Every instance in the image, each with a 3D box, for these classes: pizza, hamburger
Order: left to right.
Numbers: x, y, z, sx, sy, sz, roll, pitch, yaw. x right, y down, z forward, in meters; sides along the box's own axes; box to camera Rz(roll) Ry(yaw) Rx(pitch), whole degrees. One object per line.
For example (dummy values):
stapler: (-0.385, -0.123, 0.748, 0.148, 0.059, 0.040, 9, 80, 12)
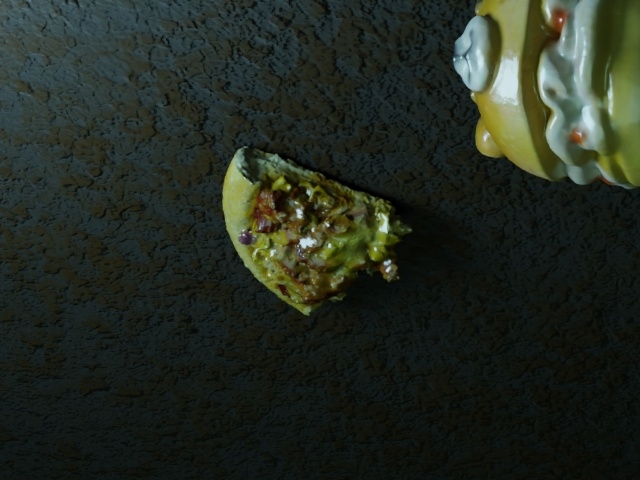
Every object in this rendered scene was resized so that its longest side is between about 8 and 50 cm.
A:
pizza: (0.000, 0.000, 2.352, 0.229, 0.081, 0.289, -5, 136, 16)
hamburger: (0.258, -0.185, 1.962, 0.237, 0.276, 0.276, 4, 141, 23)
